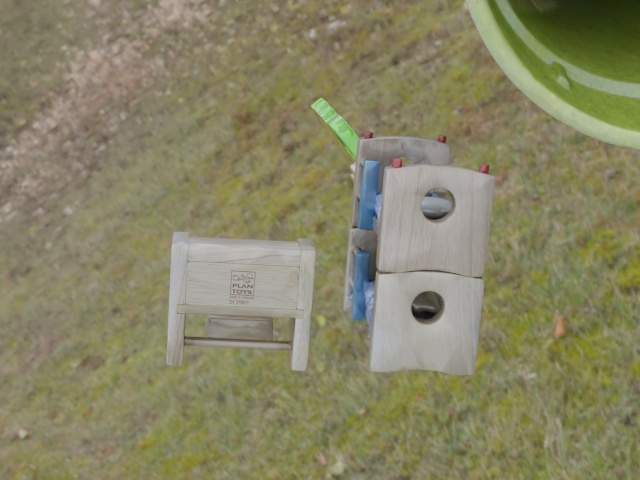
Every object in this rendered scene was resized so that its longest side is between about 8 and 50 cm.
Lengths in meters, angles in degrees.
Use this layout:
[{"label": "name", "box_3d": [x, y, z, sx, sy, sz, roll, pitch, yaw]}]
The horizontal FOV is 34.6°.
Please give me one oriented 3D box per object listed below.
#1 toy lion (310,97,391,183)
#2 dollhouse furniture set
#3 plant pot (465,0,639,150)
[{"label": "toy lion", "box_3d": [0.024, -0.092, 0.948, 0.034, 0.100, 0.096, -37, 87, 0]}, {"label": "dollhouse furniture set", "box_3d": [0.000, 0.000, 0.651, 0.184, 0.129, 0.129, 3, 13, -7]}, {"label": "plant pot", "box_3d": [0.199, -0.224, 0.635, 0.276, 0.276, 0.254, -22, 23, 8]}]
